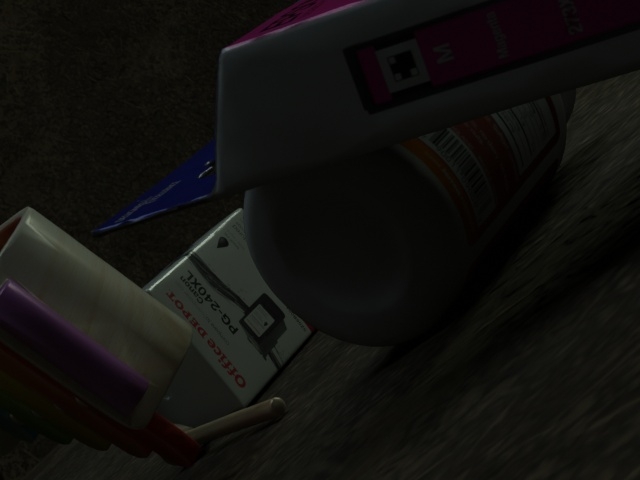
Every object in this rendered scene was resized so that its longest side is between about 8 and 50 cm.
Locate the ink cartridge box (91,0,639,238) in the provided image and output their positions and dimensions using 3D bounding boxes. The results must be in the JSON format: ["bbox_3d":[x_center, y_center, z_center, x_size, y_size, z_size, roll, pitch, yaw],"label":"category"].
[{"bbox_3d":[0.086,-0.099,0.634,0.370,0.069,0.176,-18,13,23],"label":"ink cartridge box"}]

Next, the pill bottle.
[{"bbox_3d":[0.059,-0.045,0.832,0.121,0.121,0.216,-39,4,40],"label":"pill bottle"}]

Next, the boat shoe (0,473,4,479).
[{"bbox_3d":[-0.247,0.175,0.930,0.341,0.110,0.122,-133,49,-62],"label":"boat shoe"}]

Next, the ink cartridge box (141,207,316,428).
[{"bbox_3d":[-0.075,0.060,1.120,0.063,0.109,0.150,-36,5,34],"label":"ink cartridge box"}]

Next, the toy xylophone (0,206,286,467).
[{"bbox_3d":[-0.157,0.079,0.947,0.081,0.236,0.322,-58,8,-22],"label":"toy xylophone"}]
